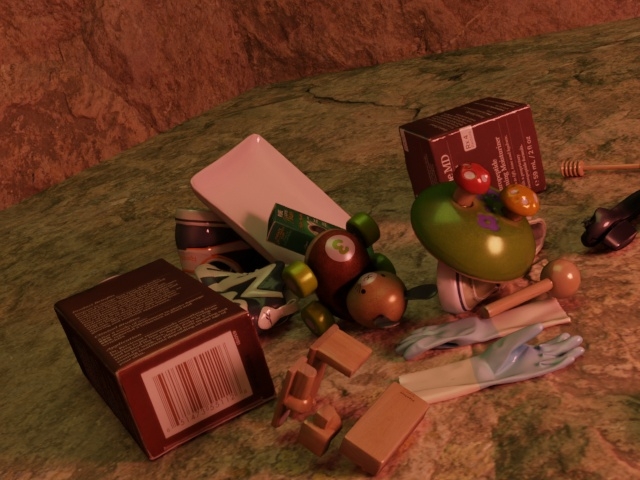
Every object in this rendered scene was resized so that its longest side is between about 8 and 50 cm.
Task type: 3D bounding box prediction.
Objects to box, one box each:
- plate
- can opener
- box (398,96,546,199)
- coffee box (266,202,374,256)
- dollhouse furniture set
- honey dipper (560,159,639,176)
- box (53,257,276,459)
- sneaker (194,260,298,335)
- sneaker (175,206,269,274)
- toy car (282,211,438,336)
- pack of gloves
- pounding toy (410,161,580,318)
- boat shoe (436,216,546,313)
[{"bbox_3d":[-0.081,-0.051,1.638,0.045,0.278,0.277,-47,1,33],"label":"plate"},{"bbox_3d":[0.454,-0.032,1.387,0.186,0.073,0.059,-31,-16,-45],"label":"can opener"},{"bbox_3d":[0.280,-0.154,1.693,0.203,0.168,0.167,-20,19,-10],"label":"box"},{"bbox_3d":[0.000,0.000,1.524,0.184,0.040,0.113,21,18,-10],"label":"coffee box"},{"bbox_3d":[0.026,0.214,1.060,0.151,0.123,0.144,31,39,18],"label":"dollhouse furniture set"},{"bbox_3d":[0.519,-0.133,1.653,0.161,0.030,0.030,0,24,35],"label":"honey dipper"},{"bbox_3d":[-0.236,0.151,1.301,0.191,0.143,0.381,-24,21,-21],"label":"box"},{"bbox_3d":[-0.108,0.081,1.462,0.153,0.094,0.235,-19,18,-13],"label":"sneaker"},{"bbox_3d":[-0.144,0.006,1.698,0.126,0.127,0.321,6,4,43],"label":"sneaker"},{"bbox_3d":[0.069,0.067,1.286,0.155,0.149,0.188,-37,33,-22],"label":"toy car"},{"bbox_3d":[0.204,0.122,1.147,0.232,0.046,0.195,-15,19,4],"label":"pack of gloves"},{"bbox_3d":[0.236,-0.026,1.209,0.183,0.110,0.237,-8,47,-33],"label":"pounding toy"},{"bbox_3d":[0.252,0.016,1.322,0.094,0.109,0.302,-1,21,28],"label":"boat shoe"}]
